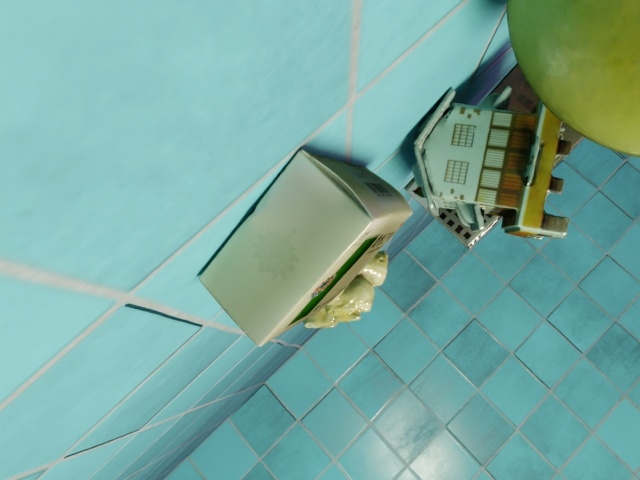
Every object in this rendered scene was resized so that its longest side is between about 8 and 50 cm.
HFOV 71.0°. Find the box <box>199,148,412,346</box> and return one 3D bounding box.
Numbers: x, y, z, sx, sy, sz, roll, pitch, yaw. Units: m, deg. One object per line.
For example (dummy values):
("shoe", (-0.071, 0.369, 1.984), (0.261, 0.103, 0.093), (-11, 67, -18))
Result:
("box", (0.000, 0.000, 0.489), (0.168, 0.095, 0.212), (-51, 167, 17))

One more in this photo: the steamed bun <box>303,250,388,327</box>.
("steamed bun", (0.044, 0.081, 0.800), (0.192, 0.106, 0.177), (-47, -172, -32))

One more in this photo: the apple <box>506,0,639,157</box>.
("apple", (0.305, -0.204, 0.357), (0.291, 0.254, 0.292), (-23, 176, -2))

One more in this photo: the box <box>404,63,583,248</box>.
("box", (0.338, -0.160, 0.867), (0.325, 0.180, 0.047), (-49, 168, 22))

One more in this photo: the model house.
("model house", (0.257, -0.110, 0.682), (0.224, 0.215, 0.199), (-5, 107, -73))
